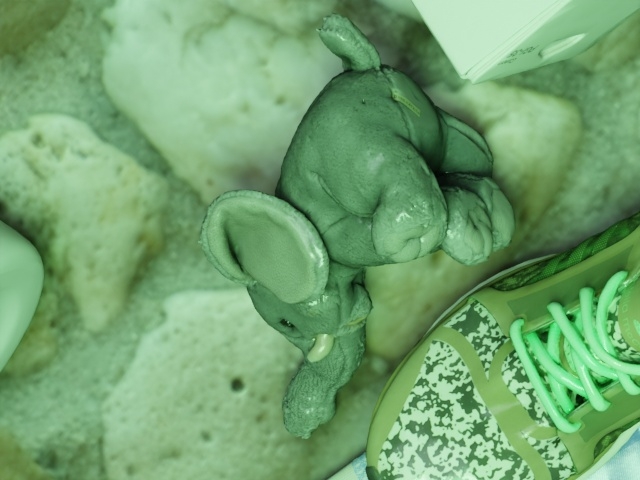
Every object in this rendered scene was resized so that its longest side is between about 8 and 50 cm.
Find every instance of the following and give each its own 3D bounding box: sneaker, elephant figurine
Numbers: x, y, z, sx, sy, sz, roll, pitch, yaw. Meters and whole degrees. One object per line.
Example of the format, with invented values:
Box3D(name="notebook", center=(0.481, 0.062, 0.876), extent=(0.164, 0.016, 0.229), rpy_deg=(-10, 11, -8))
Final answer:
Box3D(name="sneaker", center=(0.194, 0.049, 1.055), extent=(0.410, 0.182, 0.158), rpy_deg=(-34, 78, 9))
Box3D(name="elephant figurine", center=(0.000, 0.000, 1.157), extent=(0.239, 0.169, 0.186), rpy_deg=(-34, 53, 32))

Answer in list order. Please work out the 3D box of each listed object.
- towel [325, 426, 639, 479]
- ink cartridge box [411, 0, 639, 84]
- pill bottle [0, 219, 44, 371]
Box3D(name="towel", center=(0.126, 0.216, 1.182), extent=(0.285, 0.034, 0.209), rpy_deg=(-35, 80, 14))
Box3D(name="ink cartridge box", center=(0.100, -0.258, 1.065), extent=(0.117, 0.207, 0.283), rpy_deg=(-37, 82, 33))
Box3D(name="pill bottle", center=(-0.393, -0.007, 1.254), extent=(0.334, 0.188, 0.188), rpy_deg=(34, 102, 14))
